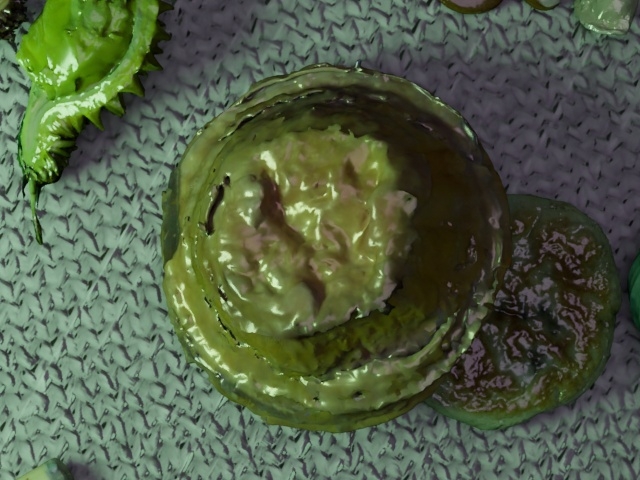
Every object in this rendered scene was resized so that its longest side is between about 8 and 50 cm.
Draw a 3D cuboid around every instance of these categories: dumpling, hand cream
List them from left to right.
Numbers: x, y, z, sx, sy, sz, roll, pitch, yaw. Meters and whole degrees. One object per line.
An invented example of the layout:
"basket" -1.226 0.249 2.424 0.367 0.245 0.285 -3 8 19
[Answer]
"hand cream" -0.295 0.254 1.646 0.143 0.039 0.061 -35 92 -2
"dumpling" 0.280 -0.235 1.730 0.057 0.052 0.076 4 85 -7

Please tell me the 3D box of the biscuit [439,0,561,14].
"biscuit" 0.202 -0.292 1.736 0.205 0.031 0.138 -31 87 -5

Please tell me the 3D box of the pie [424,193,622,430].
"pie" 0.174 0.064 1.694 0.241 0.054 0.240 0 89 -6

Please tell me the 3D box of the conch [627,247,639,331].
"conch" 0.389 0.056 1.680 0.196 0.134 0.202 42 82 -1

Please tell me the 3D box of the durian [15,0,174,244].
"durian" -0.209 -0.180 1.650 0.132 0.106 0.375 25 80 -3

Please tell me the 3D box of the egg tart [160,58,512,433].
"egg tart" 0.000 0.000 1.611 0.352 0.150 0.352 -2 82 12

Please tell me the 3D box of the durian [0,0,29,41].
"durian" -0.349 -0.265 1.616 0.167 0.196 0.196 -1 86 -16
